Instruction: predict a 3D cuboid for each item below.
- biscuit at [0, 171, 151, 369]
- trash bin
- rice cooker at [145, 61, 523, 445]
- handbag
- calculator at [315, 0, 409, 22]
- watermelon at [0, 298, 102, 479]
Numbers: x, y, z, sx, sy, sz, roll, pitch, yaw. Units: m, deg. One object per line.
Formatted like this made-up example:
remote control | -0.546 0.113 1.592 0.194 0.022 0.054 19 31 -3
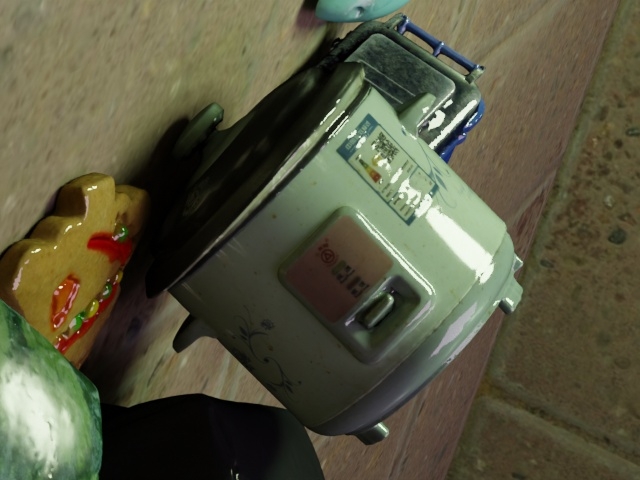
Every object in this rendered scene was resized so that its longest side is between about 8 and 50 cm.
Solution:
biscuit | -0.200 0.057 1.493 0.212 0.041 0.239 -41 151 -61
trash bin | 0.053 -0.086 1.903 0.184 0.162 0.234 -45 162 -32
rice cooker | 0.000 0.000 1.619 0.264 0.316 0.317 -91 -156 -81
handbag | -0.160 0.231 1.724 0.302 0.275 0.178 22 48 -74
calculator | 0.106 -0.350 1.879 0.386 0.054 0.256 -49 158 -59
watermelon | -0.266 0.121 1.104 0.201 0.261 0.213 -36 -160 56
